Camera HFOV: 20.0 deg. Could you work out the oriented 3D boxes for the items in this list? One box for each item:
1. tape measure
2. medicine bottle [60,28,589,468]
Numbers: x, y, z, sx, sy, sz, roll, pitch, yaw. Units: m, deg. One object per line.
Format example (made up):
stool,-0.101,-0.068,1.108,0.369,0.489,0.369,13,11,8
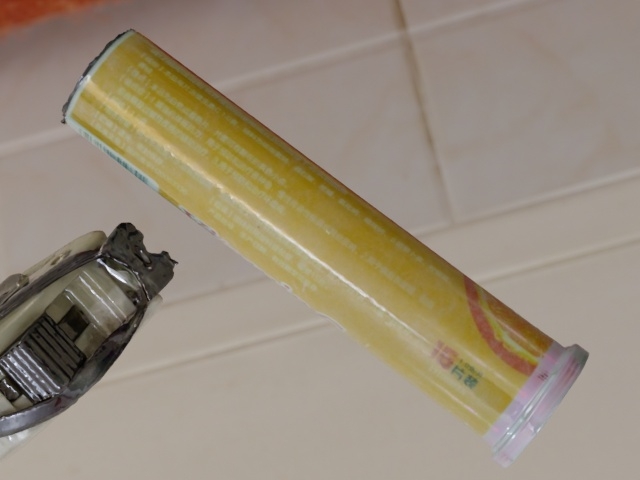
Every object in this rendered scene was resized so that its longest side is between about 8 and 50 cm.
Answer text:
tape measure,-0.286,0.108,1.684,0.133,0.271,0.231,51,-133,-13
medicine bottle,0.000,0.000,1.361,0.426,0.108,0.108,37,-175,3
